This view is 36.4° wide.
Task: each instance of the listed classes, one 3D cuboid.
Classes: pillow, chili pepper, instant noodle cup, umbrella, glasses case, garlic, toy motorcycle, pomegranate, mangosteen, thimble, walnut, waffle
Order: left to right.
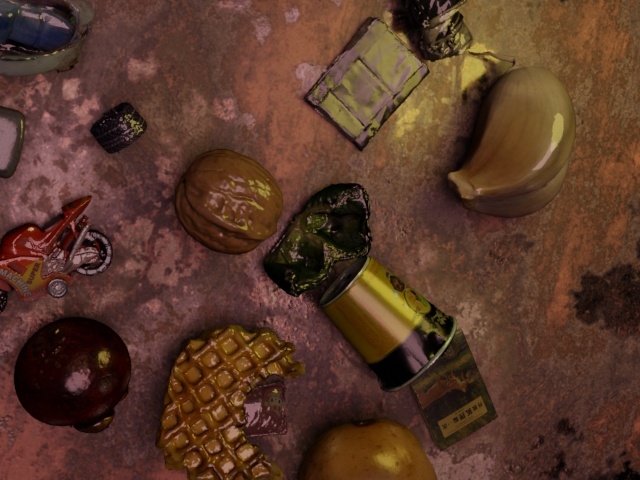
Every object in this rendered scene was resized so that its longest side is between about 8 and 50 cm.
[{"bbox_3d":[-0.704,-0.208,1.761,0.323,0.074,0.131,12,90,-17],"label":"glasses case"},{"bbox_3d":[-0.559,-0.402,1.692,0.319,0.241,0.182,5,115,-29],"label":"toy motorcycle"},{"bbox_3d":[-0.544,0.034,1.830,0.298,0.089,0.171,-24,102,-13],"label":"toy motorcycle"},{"bbox_3d":[-0.453,0.266,1.841,0.215,0.215,0.257,-34,136,-10],"label":"mangosteen"},{"bbox_3d":[-0.382,-0.213,1.841,0.095,0.104,0.066,-40,113,-5],"label":"thimble"},{"bbox_3d":[-0.178,0.321,1.912,0.261,0.151,0.324,14,74,-8],"label":"waffle"},{"bbox_3d":[-0.173,-0.071,1.879,0.213,0.213,0.213,-2,97,-16],"label":"walnut"},{"bbox_3d":[-0.158,0.356,2.007,0.185,0.043,0.118,-3,87,-17],"label":"pillow"},{"bbox_3d":[0.006,0.001,1.975,0.264,0.148,0.116,-53,134,-6],"label":"chili pepper"},{"bbox_3d":[0.098,0.504,1.988,0.307,0.307,0.307,-2,97,-16],"label":"pomegranate"},{"bbox_3d":[0.128,0.161,2.000,0.236,0.215,0.215,44,83,-7],"label":"instant noodle cup"},{"bbox_3d":[0.199,-0.534,1.974,0.113,0.106,0.357,-29,104,-8],"label":"umbrella"},{"bbox_3d":[0.425,-0.213,2.065,0.246,0.231,0.340,5,76,26],"label":"garlic"}]

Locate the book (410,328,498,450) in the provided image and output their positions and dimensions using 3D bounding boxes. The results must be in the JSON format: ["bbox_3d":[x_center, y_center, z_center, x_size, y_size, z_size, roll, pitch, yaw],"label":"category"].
[{"bbox_3d":[0.285,0.329,2.144,0.160,0.024,0.228,-27,103,-14],"label":"book"}]

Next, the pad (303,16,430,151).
[{"bbox_3d":[0.099,-0.324,2.014,0.174,0.022,0.233,40,86,-18],"label":"pad"}]
